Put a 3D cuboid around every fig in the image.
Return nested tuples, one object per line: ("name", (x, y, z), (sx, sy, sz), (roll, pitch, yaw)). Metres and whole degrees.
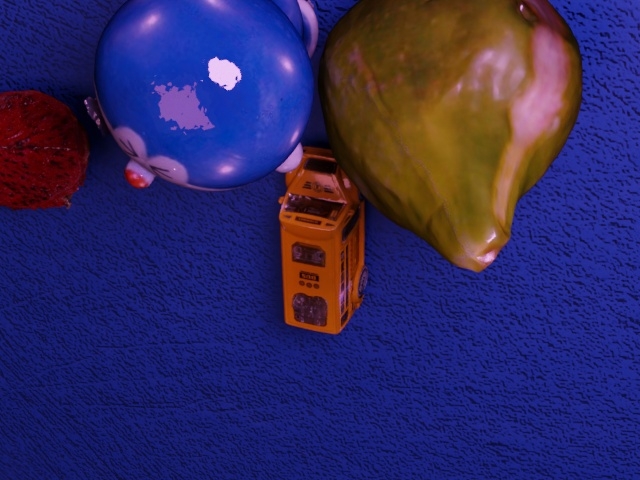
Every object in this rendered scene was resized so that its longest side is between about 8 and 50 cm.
("fig", (0.092, -0.074, 1.072), (0.206, 0.275, 0.206), (2, 133, 2))

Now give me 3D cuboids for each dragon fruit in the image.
("dragon fruit", (-0.272, -0.082, 1.359), (0.162, 0.083, 0.106), (-3, 144, 12))

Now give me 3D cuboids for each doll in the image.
("doll", (-0.082, -0.139, 1.122), (0.161, 0.257, 0.215), (-37, 102, 25))

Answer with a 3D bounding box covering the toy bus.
("toy bus", (0.000, 0.000, 1.299), (0.069, 0.074, 0.162), (11, 128, 17))
